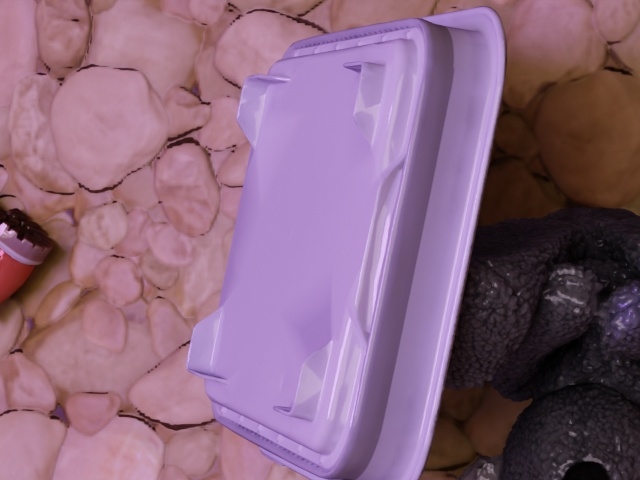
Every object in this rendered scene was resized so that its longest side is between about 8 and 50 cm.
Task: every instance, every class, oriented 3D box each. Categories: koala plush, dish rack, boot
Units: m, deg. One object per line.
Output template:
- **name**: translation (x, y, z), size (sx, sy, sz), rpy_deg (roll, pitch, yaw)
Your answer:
- **koala plush**: translation (0.162, 0.102, 1.166), size (0.196, 0.203, 0.221), rpy_deg (0, 101, 6)
- **dish rack**: translation (0.000, 0.000, 1.176), size (0.072, 0.333, 0.285), rpy_deg (13, 89, -18)
- **boot**: translation (-0.273, -0.011, 1.436), size (0.158, 0.059, 0.084), rpy_deg (42, 106, 23)
